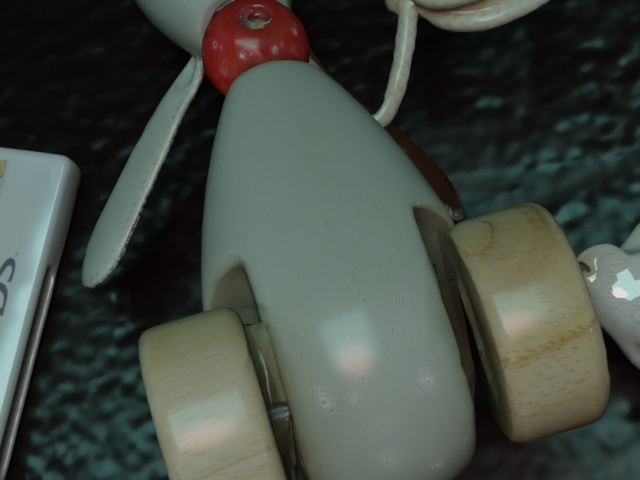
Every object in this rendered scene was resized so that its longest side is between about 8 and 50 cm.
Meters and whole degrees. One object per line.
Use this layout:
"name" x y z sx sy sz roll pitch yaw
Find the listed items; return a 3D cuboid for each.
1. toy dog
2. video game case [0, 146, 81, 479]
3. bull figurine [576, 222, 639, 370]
"toy dog" 0.000 0.000 0.610 0.220 0.161 0.334 0 47 6
"video game case" -0.243 0.045 0.690 0.227 0.026 0.206 7 72 12
"bull figurine" 0.239 -0.054 0.594 0.310 0.101 0.188 -19 66 12
